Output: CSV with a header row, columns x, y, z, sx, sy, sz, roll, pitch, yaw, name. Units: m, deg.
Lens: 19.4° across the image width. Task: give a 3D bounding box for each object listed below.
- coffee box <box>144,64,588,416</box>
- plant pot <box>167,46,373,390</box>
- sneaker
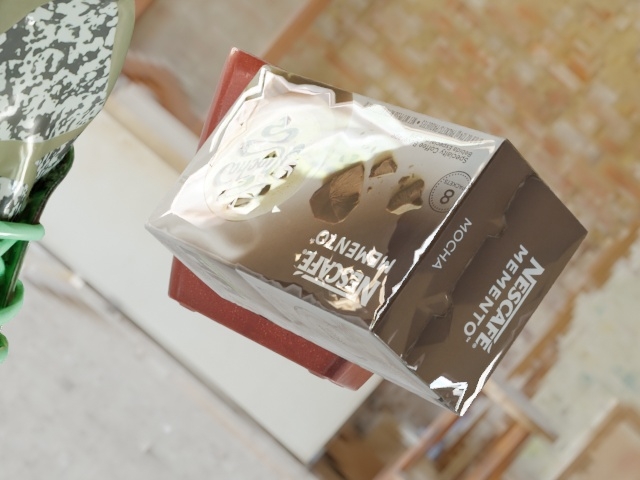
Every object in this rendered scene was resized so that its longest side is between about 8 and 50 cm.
x,y,z,sx,sy,sz,roll,pitch,yaw,name
0.027,-0.008,1.382,0.297,0.168,0.119,24,-16,51,coffee box
0.000,0.000,1.795,0.267,0.235,0.267,26,-3,10,plant pot
-0.194,0.039,0.926,0.158,0.410,0.182,4,42,-49,sneaker
